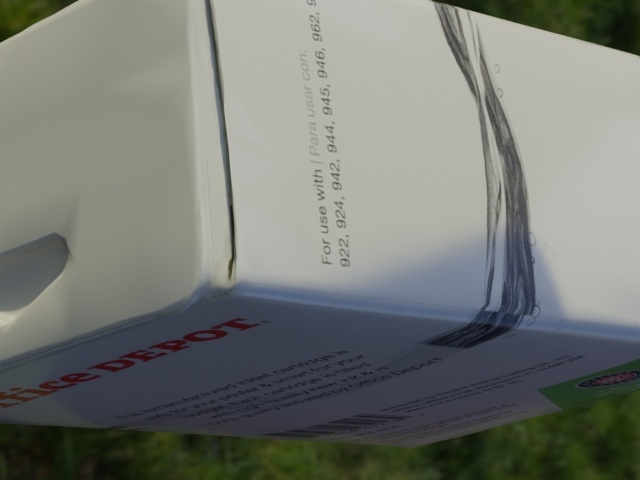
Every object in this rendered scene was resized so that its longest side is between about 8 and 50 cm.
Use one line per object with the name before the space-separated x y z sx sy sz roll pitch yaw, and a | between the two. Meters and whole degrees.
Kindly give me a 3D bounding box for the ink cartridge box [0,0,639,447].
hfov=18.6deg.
ink cartridge box | 0.000 0.000 0.701 0.273 0.198 0.114 9 69 -43
